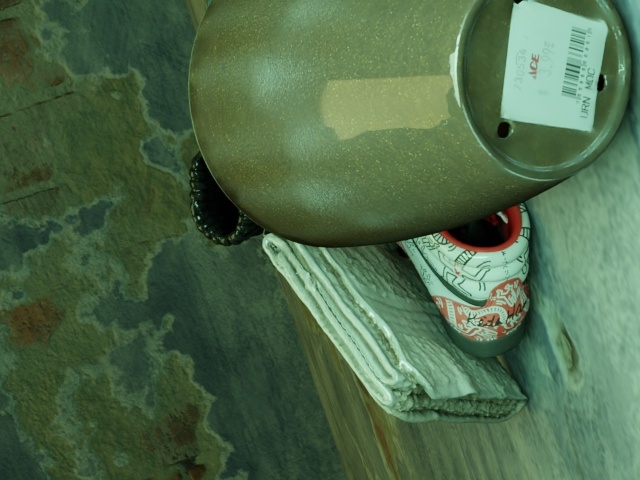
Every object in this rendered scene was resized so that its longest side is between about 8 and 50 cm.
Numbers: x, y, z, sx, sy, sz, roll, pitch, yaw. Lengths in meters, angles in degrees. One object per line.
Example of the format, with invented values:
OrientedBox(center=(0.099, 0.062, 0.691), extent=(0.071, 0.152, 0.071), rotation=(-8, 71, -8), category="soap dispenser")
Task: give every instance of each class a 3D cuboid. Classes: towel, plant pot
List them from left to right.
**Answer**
OrientedBox(center=(0.075, 0.071, 0.862), extent=(0.187, 0.049, 0.282), rotation=(53, -164, 25), category="towel")
OrientedBox(center=(0.062, -0.092, 0.589), extent=(0.230, 0.215, 0.215), rotation=(11, 122, 64), category="plant pot")

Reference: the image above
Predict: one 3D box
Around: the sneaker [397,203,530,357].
OrientedBox(center=(0.090, -0.043, 0.840), extent=(0.145, 0.090, 0.270), rotation=(81, 164, -50), category="sneaker")

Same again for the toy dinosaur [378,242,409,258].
OrientedBox(center=(0.034, -0.044, 1.129), extent=(0.313, 0.121, 0.160), rotation=(62, 156, 26), category="toy dinosaur")

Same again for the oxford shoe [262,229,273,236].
OrientedBox(center=(0.000, 0.000, 1.364), extent=(0.140, 0.146, 0.397), rotation=(-135, 26, -71), category="oxford shoe")

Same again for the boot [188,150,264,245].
OrientedBox(center=(-0.163, -0.158, 1.794), extent=(0.348, 0.131, 0.260), rotation=(60, -154, 10), category="boot")

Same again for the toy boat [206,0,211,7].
OrientedBox(center=(-0.089, -0.229, 0.967), extent=(0.318, 0.148, 0.267), rotation=(34, -153, -28), category="toy boat")
